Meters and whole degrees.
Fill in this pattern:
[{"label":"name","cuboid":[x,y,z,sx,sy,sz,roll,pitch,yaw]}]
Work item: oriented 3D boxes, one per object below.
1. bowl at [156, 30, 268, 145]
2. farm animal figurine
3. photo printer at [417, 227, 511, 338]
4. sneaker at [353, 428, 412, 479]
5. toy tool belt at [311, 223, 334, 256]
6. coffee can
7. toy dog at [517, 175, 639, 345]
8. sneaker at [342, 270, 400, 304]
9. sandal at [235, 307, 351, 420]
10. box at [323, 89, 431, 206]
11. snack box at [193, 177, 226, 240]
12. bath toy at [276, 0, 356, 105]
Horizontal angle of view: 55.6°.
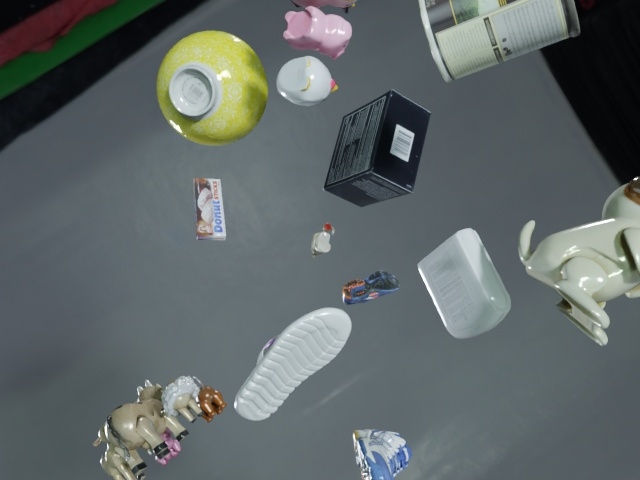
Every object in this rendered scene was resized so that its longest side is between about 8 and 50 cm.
[{"label":"bowl","cuboid":[-0.287,-0.367,1.490,0.289,0.289,0.156,-32,8,18]},{"label":"farm animal figurine","cuboid":[-0.398,0.418,1.380,0.330,0.172,0.327,-41,-12,-7]},{"label":"photo printer","cuboid":[0.462,0.151,1.946,0.107,0.308,0.256,-10,-23,-31]},{"label":"sneaker","cuboid":[0.152,0.499,1.415,0.130,0.112,0.296,-5,1,-1]},{"label":"toy tool belt","cuboid":[0.000,0.000,1.543,0.051,0.052,0.083,-34,36,55]},{"label":"coffee can","cuboid":[0.365,-0.469,1.251,0.275,0.202,0.201,-16,12,23]},{"label":"toy dog","cuboid":[0.792,0.023,1.649,0.408,0.284,0.395,-43,50,2]},{"label":"sneaker","cuboid":[0.167,0.164,2.055,0.221,0.083,0.087,-9,-31,-22]},{"label":"sandal","cuboid":[-0.094,0.323,1.684,0.416,0.169,0.102,-45,30,8]},{"label":"box","cuboid":[0.186,-0.294,2.017,0.294,0.182,0.296,-11,59,59]},{"label":"snack box","cuboid":[-0.257,-0.074,1.400,0.064,0.178,0.022,2,-40,-19]},{"label":"bath toy","cuboid":[0.004,-0.439,1.245,0.151,0.348,0.129,6,-5,29]}]
